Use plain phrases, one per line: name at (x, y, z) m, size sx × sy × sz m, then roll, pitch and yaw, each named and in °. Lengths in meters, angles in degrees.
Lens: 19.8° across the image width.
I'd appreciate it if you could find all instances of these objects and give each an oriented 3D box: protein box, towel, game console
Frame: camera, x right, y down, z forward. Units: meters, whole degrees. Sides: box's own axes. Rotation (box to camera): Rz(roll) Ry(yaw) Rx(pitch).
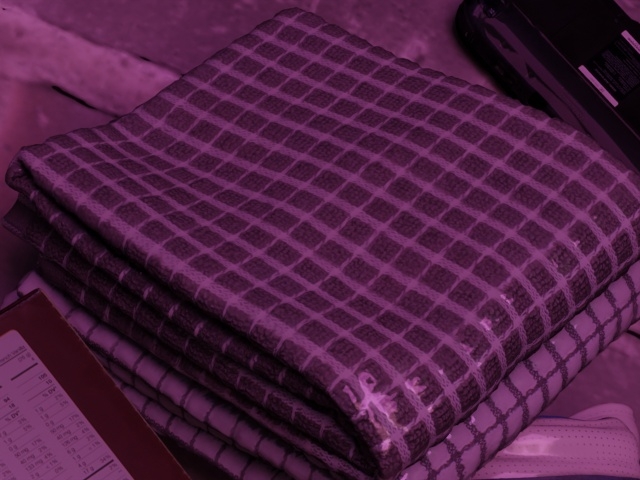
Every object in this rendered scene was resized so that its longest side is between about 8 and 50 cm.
protein box at (-0.137, 0.169, 0.817) m, size 0.136 × 0.200 × 0.201 m, roll -33°, pitch 79°, yaw -32°
towel at (0.000, 0.000, 0.950) m, size 0.284 × 0.121 × 0.235 m, roll 30°, pitch 52°, yaw 28°
game console at (0.243, -0.048, 1.179) m, size 0.213 × 0.044 × 0.361 m, roll -37°, pitch 82°, yaw -34°

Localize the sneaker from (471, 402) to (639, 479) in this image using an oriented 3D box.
sneaker at (0.176, 0.201, 0.965) m, size 0.323 × 0.130 × 0.236 m, roll 23°, pitch 62°, yaw -3°
